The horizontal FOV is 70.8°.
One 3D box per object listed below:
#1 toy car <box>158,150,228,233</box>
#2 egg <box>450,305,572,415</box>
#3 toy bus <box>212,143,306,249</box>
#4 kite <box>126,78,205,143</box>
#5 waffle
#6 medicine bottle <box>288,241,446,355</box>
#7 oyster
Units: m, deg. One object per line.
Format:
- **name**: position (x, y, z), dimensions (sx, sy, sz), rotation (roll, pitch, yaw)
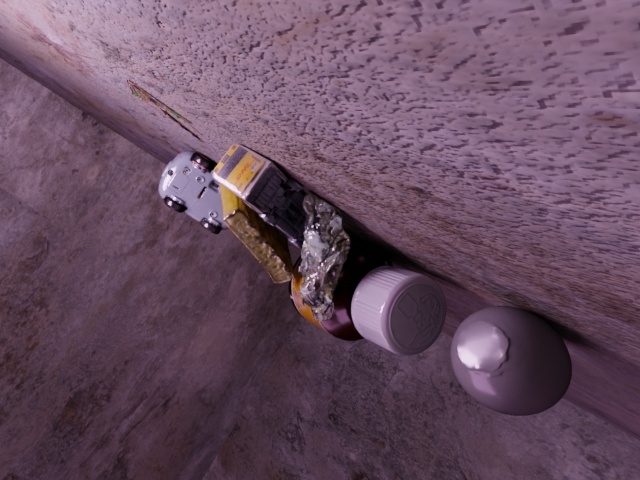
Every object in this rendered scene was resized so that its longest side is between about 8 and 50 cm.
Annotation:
- **toy car**: position (-0.362, -0.160, 1.410), dimensions (0.271, 0.180, 0.212), rotation (33, -175, -25)
- **egg**: position (0.325, 0.205, 0.762), dimensions (0.232, 0.176, 0.176), rotation (31, 176, -31)
- **toy bus**: position (-0.089, -0.074, 0.953), dimensions (0.138, 0.097, 0.342), rotation (32, 175, 23)
- **kite**: position (-0.334, -0.274, 0.972), dimensions (0.198, 0.006, 0.244), rotation (29, 175, 27)
- **waffle**: position (-0.153, -0.043, 1.076), dimensions (0.248, 0.055, 0.221), rotation (55, -170, -38)
- **medicine bottle**: position (0.104, 0.120, 1.046), dimensions (0.243, 0.242, 0.395), rotation (34, 166, -27)
- **oyster**: position (0.001, 0.046, 0.935), dimensions (0.087, 0.199, 0.252), rotation (-6, 150, -21)
